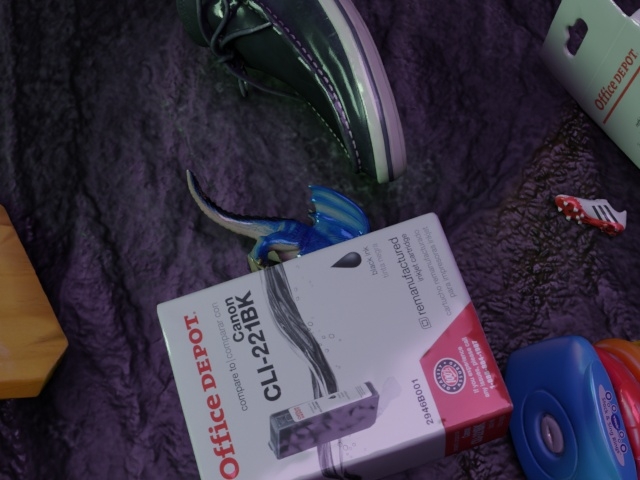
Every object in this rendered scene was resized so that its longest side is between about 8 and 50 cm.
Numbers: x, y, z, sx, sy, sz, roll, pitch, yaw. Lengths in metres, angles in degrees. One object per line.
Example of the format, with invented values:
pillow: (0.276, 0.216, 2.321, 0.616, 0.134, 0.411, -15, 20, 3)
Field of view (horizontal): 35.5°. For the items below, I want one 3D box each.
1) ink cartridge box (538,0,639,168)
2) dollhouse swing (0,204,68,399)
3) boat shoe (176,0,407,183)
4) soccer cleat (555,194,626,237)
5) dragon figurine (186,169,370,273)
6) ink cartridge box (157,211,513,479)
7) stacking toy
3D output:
ink cartridge box: (0.404, -0.145, 1.049, 0.119, 0.207, 0.353, -37, 77, -12)
dollhouse swing: (-0.478, 0.115, 0.960, 0.315, 0.305, 0.347, -51, 52, 17)
boat shoe: (-0.067, -0.248, 1.092, 0.156, 0.187, 0.500, -31, 70, -6)
soccer cleat: (0.300, -0.034, 1.105, 0.083, 0.029, 0.035, 25, 63, 3)
dragon figurine: (0.000, 0.000, 1.053, 0.289, 0.085, 0.144, 41, 75, 11)
ink cartridge box: (0.010, 0.119, 0.908, 0.273, 0.114, 0.197, -19, 67, -1)
stacking toy: (0.354, 0.159, 0.994, 0.302, 0.166, 0.175, -10, 80, -21)
